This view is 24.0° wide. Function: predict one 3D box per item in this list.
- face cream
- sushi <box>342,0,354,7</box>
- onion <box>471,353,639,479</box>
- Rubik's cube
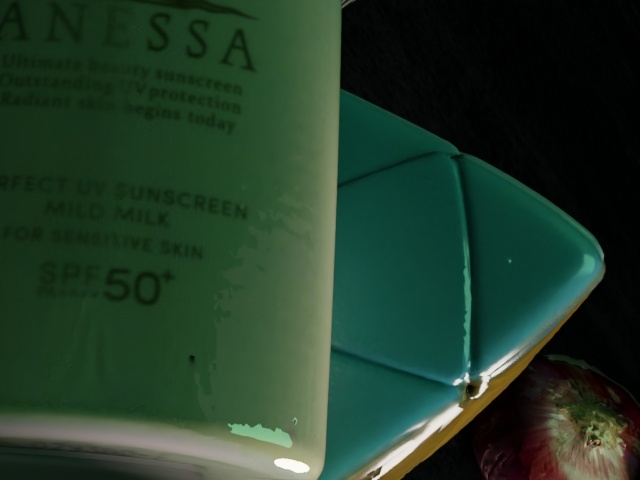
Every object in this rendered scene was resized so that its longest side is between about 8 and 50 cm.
[{"bbox_3d":[-0.076,-0.075,0.601,0.081,0.173,0.349,111,-16,-62],"label":"face cream"},{"bbox_3d":[0.084,-0.243,0.921,0.059,0.292,0.294,49,26,-3],"label":"sushi"},{"bbox_3d":[0.169,0.168,1.119,0.150,0.140,0.150,15,46,-16],"label":"onion"},{"bbox_3d":[0.000,0.000,0.663,0.254,0.254,0.254,37,48,-57],"label":"Rubik's cube"}]
